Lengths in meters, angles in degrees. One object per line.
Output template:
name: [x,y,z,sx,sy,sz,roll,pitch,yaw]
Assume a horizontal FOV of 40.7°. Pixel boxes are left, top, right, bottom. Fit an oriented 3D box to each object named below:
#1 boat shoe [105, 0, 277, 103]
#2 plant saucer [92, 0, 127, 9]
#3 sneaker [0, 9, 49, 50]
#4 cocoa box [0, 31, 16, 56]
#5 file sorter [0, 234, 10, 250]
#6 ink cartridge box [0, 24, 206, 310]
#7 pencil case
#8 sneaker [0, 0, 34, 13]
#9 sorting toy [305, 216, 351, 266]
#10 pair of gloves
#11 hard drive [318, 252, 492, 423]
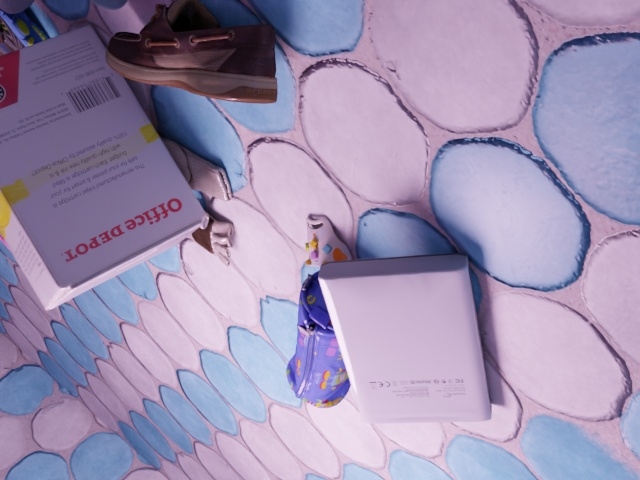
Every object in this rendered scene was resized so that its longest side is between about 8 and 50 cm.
boat shoe: [-0.181,-0.274,1.198,0.342,0.123,0.123,23,112,45]
plant saucer: [-0.331,-0.433,1.257,0.195,0.037,0.195,33,146,25]
sneaker: [-0.564,-0.396,1.563,0.078,0.067,0.188,-15,117,38]
cocoa box: [-0.737,-0.260,1.647,0.228,0.347,0.231,51,160,-7]
file sorter: [-0.599,-0.072,1.879,0.202,0.182,0.290,53,150,-9]
ink cartridge box: [-0.416,-0.118,1.430,0.385,0.279,0.160,59,149,2]
pencil case: [0.012,0.166,1.414,0.119,0.133,0.306,43,150,20]
sneaker: [-0.553,-0.506,1.394,0.153,0.101,0.269,35,147,23]
sorting toy: [0.000,0.000,1.341,0.083,0.045,0.075,4,109,51]
pair of gloves: [-0.236,-0.076,1.547,0.204,0.042,0.240,31,145,27]
hard drive: [0.129,0.152,1.247,0.203,0.040,0.308,-4,128,15]
